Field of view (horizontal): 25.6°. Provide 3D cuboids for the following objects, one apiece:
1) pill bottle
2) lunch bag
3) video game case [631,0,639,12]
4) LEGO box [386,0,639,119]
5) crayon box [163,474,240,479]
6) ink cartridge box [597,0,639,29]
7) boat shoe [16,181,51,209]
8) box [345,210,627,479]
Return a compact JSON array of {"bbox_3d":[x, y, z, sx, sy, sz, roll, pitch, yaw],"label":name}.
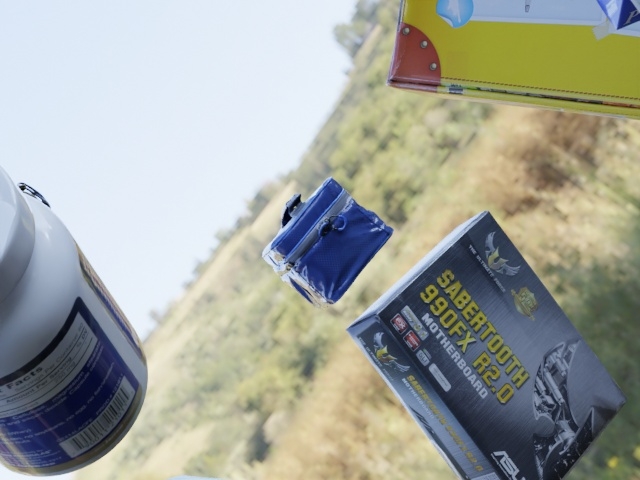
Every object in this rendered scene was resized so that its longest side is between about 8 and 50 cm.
[{"bbox_3d":[-0.229,0.056,1.008,0.153,0.153,0.264,-50,-27,-18],"label":"pill bottle"},{"bbox_3d":[0.000,0.000,0.919,0.067,0.065,0.098,-51,1,-11],"label":"lunch bag"},{"bbox_3d":[0.287,-0.172,0.893,0.183,0.201,0.023,-12,53,35],"label":"video game case"},{"bbox_3d":[0.352,-0.312,1.486,0.193,0.500,0.372,-4,-78,-67],"label":"LEGO box"},{"bbox_3d":[-0.022,0.293,1.190,0.081,0.279,0.165,2,-92,-65],"label":"crayon box"},{"bbox_3d":[0.334,-0.257,1.184,0.207,0.046,0.097,-23,-27,-7],"label":"ink cartridge box"},{"bbox_3d":[-0.297,-0.018,1.389,0.066,0.066,0.183,-47,25,9],"label":"boat shoe"},{"bbox_3d":[0.157,0.115,1.296,0.183,0.231,0.056,-39,5,-37],"label":"box"}]
